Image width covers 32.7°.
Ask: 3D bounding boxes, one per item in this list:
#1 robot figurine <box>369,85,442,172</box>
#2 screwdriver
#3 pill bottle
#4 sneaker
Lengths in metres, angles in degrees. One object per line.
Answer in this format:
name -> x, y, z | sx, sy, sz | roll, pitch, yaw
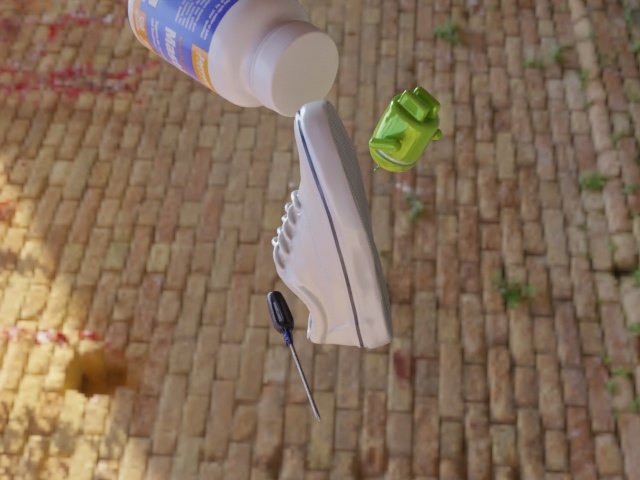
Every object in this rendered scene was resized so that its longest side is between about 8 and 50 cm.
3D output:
robot figurine -> 0.103, -0.133, 1.344 | 0.101, 0.067, 0.115 | -23, -29, -47
screwdriver -> -0.030, 0.123, 1.170 | 0.024, 0.025, 0.170 | 100, 159, -48
pill bottle -> -0.108, -0.260, 1.378 | 0.272, 0.152, 0.152 | 36, 141, 36
sneaker -> 0.000, 0.000, 0.956 | 0.094, 0.091, 0.258 | -89, -12, -56
